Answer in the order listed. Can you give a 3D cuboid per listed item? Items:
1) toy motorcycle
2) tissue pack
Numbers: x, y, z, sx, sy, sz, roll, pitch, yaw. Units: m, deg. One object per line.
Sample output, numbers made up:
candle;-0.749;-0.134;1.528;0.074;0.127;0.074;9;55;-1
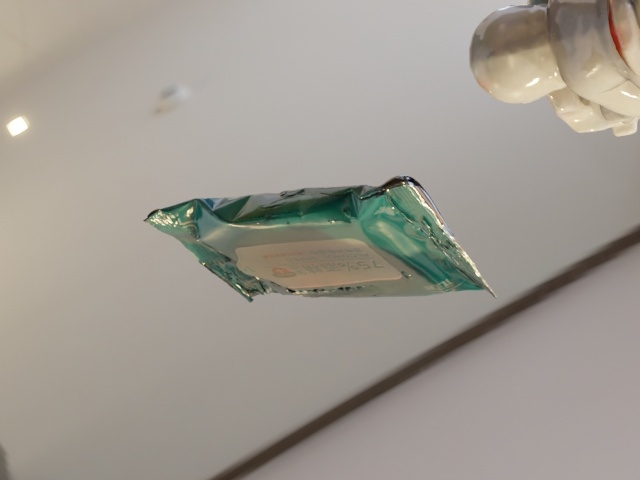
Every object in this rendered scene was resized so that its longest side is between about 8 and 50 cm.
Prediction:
toy motorcycle;0.147;-0.092;0.630;0.170;0.110;0.260;-14;-175;8
tissue pack;0.000;0.000;0.628;0.138;0.085;0.028;0;-121;37
